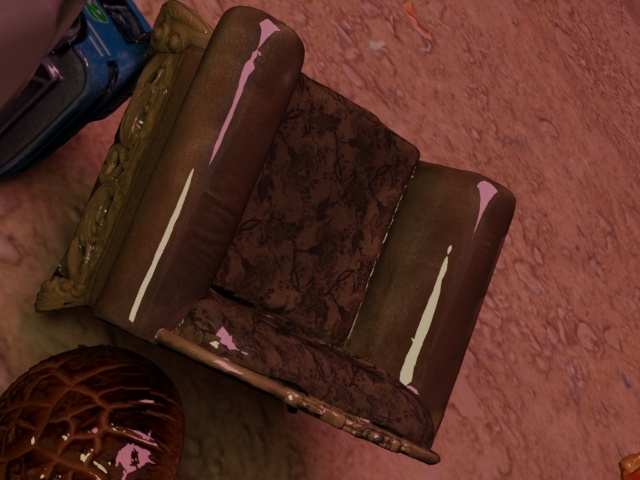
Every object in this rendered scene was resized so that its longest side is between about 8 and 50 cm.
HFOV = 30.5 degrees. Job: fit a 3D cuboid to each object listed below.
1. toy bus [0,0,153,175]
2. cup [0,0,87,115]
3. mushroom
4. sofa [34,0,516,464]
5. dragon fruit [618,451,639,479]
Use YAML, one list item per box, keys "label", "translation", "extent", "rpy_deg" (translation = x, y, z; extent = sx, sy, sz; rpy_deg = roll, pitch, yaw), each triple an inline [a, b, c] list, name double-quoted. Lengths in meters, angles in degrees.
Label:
- label: "toy bus"
  translation: [-0.207, -0.167, 0.706]
  extent: [0.246, 0.113, 0.134]
  rpy_deg: [54, 26, 3]
- label: "cup"
  translation: [-0.285, -0.194, 0.497]
  extent: [0.371, 0.253, 0.253]
  rpy_deg: [55, 32, 4]
- label: "mushroom"
  translation: [-0.122, 0.106, 0.571]
  extent: [0.085, 0.109, 0.126]
  rpy_deg: [27, 24, -29]
- label: "sofa"
  translation: [0.000, 0.000, 0.671]
  extent: [0.258, 0.182, 0.200]
  rpy_deg: [31, 75, -42]
- label: "dragon fruit"
  translation: [0.308, 0.295, 0.848]
  extent: [0.227, 0.243, 0.307]
  rpy_deg: [-30, 66, -24]
